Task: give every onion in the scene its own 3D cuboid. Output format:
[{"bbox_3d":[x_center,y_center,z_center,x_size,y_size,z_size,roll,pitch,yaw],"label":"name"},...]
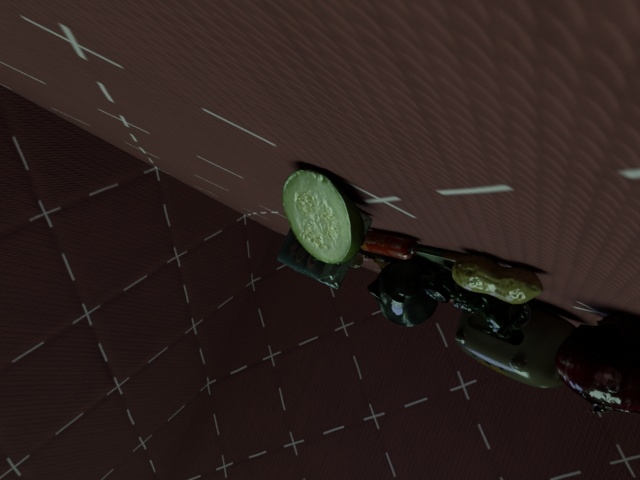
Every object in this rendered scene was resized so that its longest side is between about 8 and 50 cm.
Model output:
[{"bbox_3d":[0.760,0.298,1.123,0.313,0.233,0.314,1,-173,0],"label":"onion"}]

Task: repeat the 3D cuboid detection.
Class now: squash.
[{"bbox_3d":[-0.005,-0.047,1.089,0.189,0.190,0.260,22,179,22],"label":"squash"}]

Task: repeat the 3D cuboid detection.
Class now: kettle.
[{"bbox_3d":[0.332,0.170,1.536,0.320,0.229,0.324,-1,166,13],"label":"kettle"}]

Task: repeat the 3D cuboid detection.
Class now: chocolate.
[{"bbox_3d":[0.182,0.026,1.693,0.261,0.083,0.161,15,179,-35],"label":"chocolate"}]

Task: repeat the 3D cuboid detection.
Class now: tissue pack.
[{"bbox_3d":[0.000,0.000,1.367,0.103,0.228,0.315,31,173,-27],"label":"tissue pack"},{"bbox_3d":[0.675,0.338,1.585,0.276,0.268,0.387,21,180,-35],"label":"tissue pack"}]

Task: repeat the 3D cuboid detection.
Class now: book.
[{"bbox_3d":[0.413,0.083,1.418,0.260,0.043,0.370,26,175,-25],"label":"book"}]

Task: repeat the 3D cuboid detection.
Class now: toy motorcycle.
[{"bbox_3d":[0.437,0.174,1.285,0.275,0.127,0.205,30,171,-9],"label":"toy motorcycle"}]

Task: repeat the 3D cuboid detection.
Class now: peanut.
[{"bbox_3d":[0.430,0.094,1.109,0.229,0.098,0.103,16,-164,41],"label":"peanut"}]

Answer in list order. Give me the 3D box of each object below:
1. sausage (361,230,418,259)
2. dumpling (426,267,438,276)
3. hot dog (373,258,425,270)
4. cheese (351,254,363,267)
[{"bbox_3d":[0.218,0.015,1.411,0.074,0.074,0.274,26,175,-27],"label":"sausage"},{"bbox_3d":[0.457,0.168,1.900,0.155,0.112,0.181,-16,-146,-43],"label":"dumpling"},{"bbox_3d":[0.296,0.096,1.857,0.261,0.093,0.123,20,175,42],"label":"hot dog"},{"bbox_3d":[0.068,0.024,2.001,0.233,0.127,0.266,20,175,42],"label":"cheese"}]
